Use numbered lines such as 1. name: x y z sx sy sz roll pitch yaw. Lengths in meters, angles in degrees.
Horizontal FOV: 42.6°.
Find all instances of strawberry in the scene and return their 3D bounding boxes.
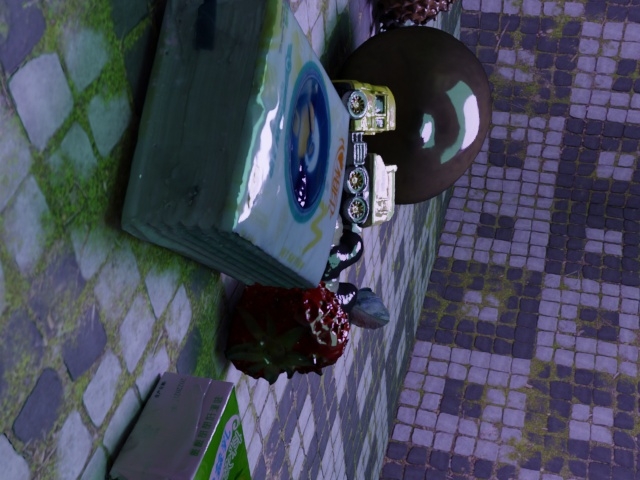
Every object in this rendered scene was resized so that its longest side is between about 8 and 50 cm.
1. strawberry: -0.049 0.118 1.271 0.187 0.184 0.201 -55 -161 41

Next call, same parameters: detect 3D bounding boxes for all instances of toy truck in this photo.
1. toy truck: 0.070 -0.152 1.493 0.157 0.124 0.272 -7 100 -39

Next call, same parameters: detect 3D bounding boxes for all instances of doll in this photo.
1. doll: -0.012 0.038 1.434 0.135 0.143 0.234 -20 121 -61

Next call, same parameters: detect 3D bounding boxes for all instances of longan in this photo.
1. longan: 0.179 -0.253 1.676 0.361 0.361 0.361 8 90 -76

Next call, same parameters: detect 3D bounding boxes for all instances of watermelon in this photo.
1. watermelon: 0.118 0.183 2.121 0.180 0.081 0.094 -166 -120 -70

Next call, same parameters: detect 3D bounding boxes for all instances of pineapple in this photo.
1. pineapple: 0.209 -0.561 1.871 0.357 0.223 0.223 111 -4 -61

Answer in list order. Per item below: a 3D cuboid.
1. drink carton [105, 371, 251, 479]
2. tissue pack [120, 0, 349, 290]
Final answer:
1. drink carton: -0.168 0.320 1.056 0.161 0.108 0.271 -68 160 -49
2. tissue pack: -0.083 -0.104 1.033 0.388 0.162 0.287 40 58 -72
